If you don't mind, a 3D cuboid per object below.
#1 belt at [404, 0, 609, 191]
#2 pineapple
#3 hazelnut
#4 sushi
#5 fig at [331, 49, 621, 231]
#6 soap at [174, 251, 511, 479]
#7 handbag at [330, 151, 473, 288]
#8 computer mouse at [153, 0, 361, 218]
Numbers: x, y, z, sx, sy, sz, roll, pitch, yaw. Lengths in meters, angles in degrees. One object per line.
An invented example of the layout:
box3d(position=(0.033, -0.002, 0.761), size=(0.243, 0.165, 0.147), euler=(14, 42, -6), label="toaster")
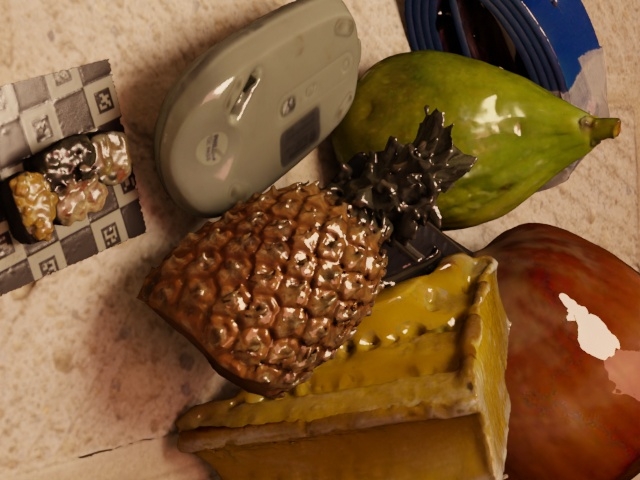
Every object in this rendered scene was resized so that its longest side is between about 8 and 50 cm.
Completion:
box3d(position=(0.243, -0.235, 1.840), size=(0.117, 0.212, 0.347), euler=(-47, 121, -41), label="belt")
box3d(position=(0.000, 0.000, 1.484), size=(0.362, 0.202, 0.202), euler=(-43, 127, -10), label="pineapple")
box3d(position=(0.310, 0.160, 1.865), size=(0.366, 0.366, 0.365), euler=(-2, 92, -50), label="hazelnut")
box3d(position=(-0.244, -0.066, 1.380), size=(0.215, 0.051, 0.192), euler=(-27, 111, -47), label="sushi")
box3d(position=(0.175, -0.100, 1.708), size=(0.233, 0.314, 0.233), euler=(-47, 153, -33), label="fig")
box3d(position=(0.037, 0.156, 1.612), size=(0.304, 0.339, 0.169), euler=(-71, 148, -61), label="soap")
box3d(position=(0.043, 0.029, 1.654), size=(0.211, 0.088, 0.254), euler=(-45, 132, 9), label="handbag")
box3d(position=(-0.070, -0.153, 1.552), size=(0.331, 0.095, 0.197), euler=(-38, 143, -46), label="computer mouse")
